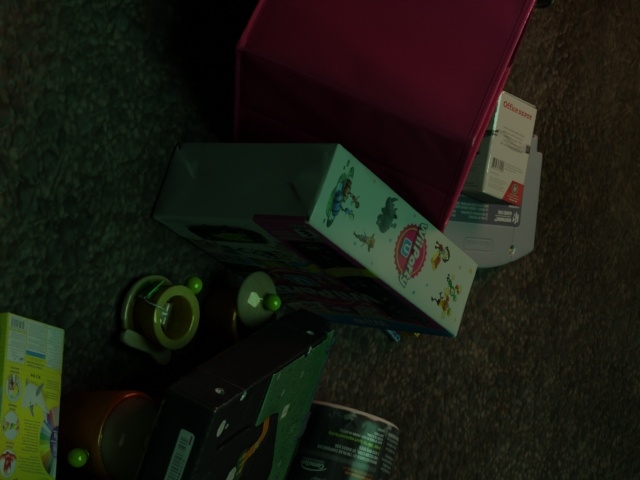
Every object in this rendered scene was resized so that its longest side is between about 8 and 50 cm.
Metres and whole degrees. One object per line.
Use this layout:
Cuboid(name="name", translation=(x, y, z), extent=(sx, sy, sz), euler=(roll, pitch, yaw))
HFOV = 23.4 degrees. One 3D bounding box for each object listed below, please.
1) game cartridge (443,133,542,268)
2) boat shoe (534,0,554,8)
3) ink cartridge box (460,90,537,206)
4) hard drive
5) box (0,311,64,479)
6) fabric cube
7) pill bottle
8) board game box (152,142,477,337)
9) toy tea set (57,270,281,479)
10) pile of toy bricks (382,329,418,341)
Cuboid(name="game cartridge", translation=(0.200, -0.061, 2.080), extent=(0.294, 0.060, 0.196), euler=(5, 87, -51))
Cuboid(name="boat shoe", translation=(0.249, -0.396, 2.043), extent=(0.335, 0.121, 0.119), euler=(18, 76, -53))
Cuboid(name="ink cartridge box", translation=(0.227, -0.121, 2.019), extent=(0.099, 0.056, 0.135), euler=(17, 82, -51))
Cuboid(name="hard drive", translation=(-0.097, 0.216, 1.603), extent=(0.339, 0.064, 0.237), euler=(-27, 139, -65))
Cuboid(name="box", translation=(-0.289, 0.165, 1.462), extent=(0.105, 0.043, 0.179), euler=(30, 57, -64))
Cuboid(name="fabric cube", translation=(0.071, -0.197, 1.664), extent=(0.259, 0.258, 0.254), euler=(99, 13, -68))
Cuboid(name="pill bottle", translation=(0.003, 0.322, 1.816), extent=(0.130, 0.130, 0.246), euler=(32, 70, -48))
Cuboid(name="board game box", translation=(0.000, 0.000, 1.700), extent=(0.303, 0.224, 0.098), euler=(35, 66, -47))
Cuboid(name="toy tea set", translation=(-0.142, 0.154, 1.619), extent=(0.200, 0.124, 0.336), euler=(53, 55, -40))
Cuboid(name="pile of toy bricks", translation=(0.105, 0.058, 1.931), extent=(0.212, 0.105, 0.118), euler=(50, 57, -42))
